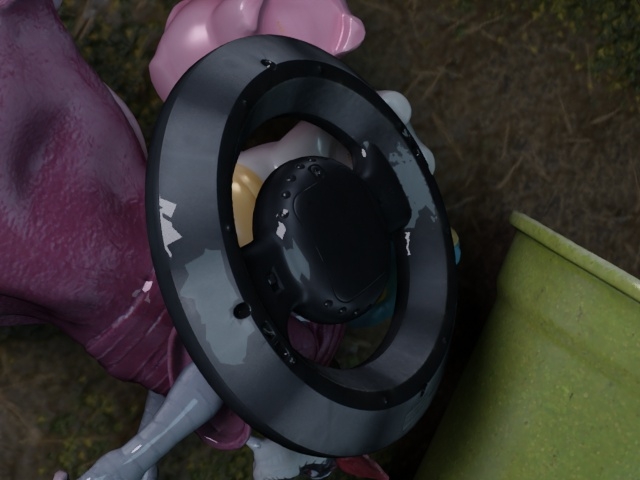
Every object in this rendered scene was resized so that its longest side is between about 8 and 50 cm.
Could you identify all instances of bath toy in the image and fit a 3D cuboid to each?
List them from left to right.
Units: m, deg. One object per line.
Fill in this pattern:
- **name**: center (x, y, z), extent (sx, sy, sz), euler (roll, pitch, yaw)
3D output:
- **bath toy**: center (-0.039, -0.111, 0.673), extent (0.151, 0.129, 0.348), euler (-28, 107, -15)

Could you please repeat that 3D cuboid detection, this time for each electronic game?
- **electronic game**: center (0.000, 0.000, 0.557), extent (0.229, 0.048, 0.229), euler (21, 60, -43)

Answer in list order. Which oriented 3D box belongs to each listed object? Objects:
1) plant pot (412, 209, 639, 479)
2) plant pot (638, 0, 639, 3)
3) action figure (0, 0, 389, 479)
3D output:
- **plant pot**: center (0.188, 0.155, 0.746), extent (0.276, 0.276, 0.254), euler (29, 97, -23)
- **plant pot**: center (0.358, -0.240, 0.813), extent (0.165, 0.167, 0.167), euler (-46, 111, -21)
- **action figure**: center (-0.102, 0.024, 0.622), extent (0.370, 0.248, 0.276), euler (30, 77, -16)
